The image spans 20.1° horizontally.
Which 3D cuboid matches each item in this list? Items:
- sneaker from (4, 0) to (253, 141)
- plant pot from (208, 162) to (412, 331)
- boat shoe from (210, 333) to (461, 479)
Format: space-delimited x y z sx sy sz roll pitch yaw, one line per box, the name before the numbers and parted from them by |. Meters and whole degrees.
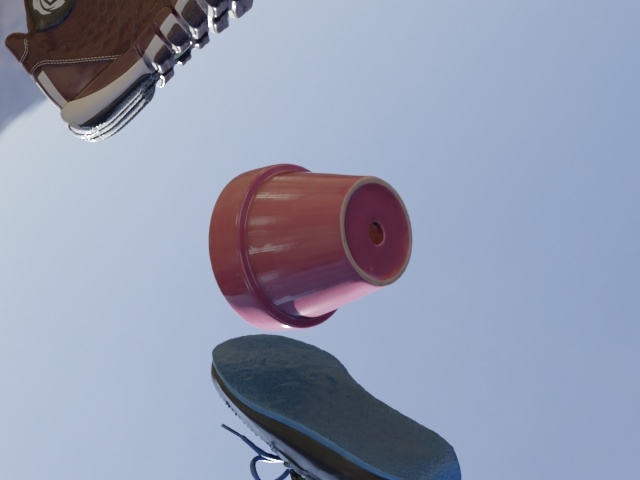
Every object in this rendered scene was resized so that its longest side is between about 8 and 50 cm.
sneaker | -0.151 -0.230 1.519 0.281 0.162 0.106 -45 173 -13
plant pot | 0.000 0.000 2.114 0.180 0.201 0.201 -11 -150 42
boat shoe | -0.002 0.154 1.327 0.109 0.089 0.258 -18 -148 -26
